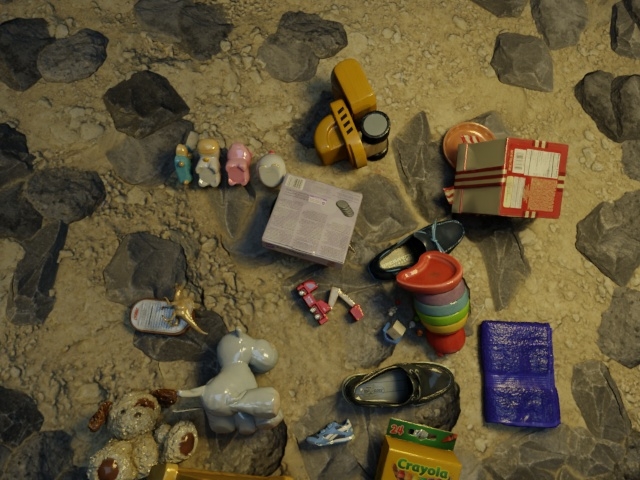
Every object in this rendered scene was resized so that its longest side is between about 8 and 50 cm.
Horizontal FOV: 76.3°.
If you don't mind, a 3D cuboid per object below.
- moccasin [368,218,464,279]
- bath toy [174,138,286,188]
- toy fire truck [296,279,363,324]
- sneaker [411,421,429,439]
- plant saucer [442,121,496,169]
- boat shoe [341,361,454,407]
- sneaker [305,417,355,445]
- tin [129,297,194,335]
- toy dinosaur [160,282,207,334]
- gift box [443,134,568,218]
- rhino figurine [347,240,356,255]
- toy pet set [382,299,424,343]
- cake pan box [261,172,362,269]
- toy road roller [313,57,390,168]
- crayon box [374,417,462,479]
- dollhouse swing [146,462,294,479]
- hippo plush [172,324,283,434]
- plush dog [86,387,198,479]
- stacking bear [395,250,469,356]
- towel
[{"bbox_3d":[0.318,0.036,1.278,0.342,0.117,0.138,-31,80,-10],"label":"moccasin"},{"bbox_3d":[-0.281,-0.251,1.319,0.348,0.129,0.151,4,120,0],"label":"bath toy"},{"bbox_3d":[0.028,0.190,1.259,0.135,0.047,0.192,-33,79,-11],"label":"toy fire truck"},{"bbox_3d":[0.264,0.592,1.175,0.058,0.052,0.135,22,69,13],"label":"sneaker"},{"bbox_3d":[0.521,-0.317,1.421,0.200,0.037,0.200,1,75,-3],"label":"plant saucer"},{"bbox_3d":[0.235,0.420,1.178,0.340,0.113,0.127,0,75,-3],"label":"boat shoe"},{"bbox_3d":[0.025,0.549,1.167,0.144,0.053,0.059,-5,77,-13],"label":"sneaker"},{"bbox_3d":[-0.478,0.228,1.226,0.189,0.040,0.106,6,71,-2],"label":"tin"},{"bbox_3d":[-0.408,0.212,1.189,0.092,0.053,0.183,-29,79,-12],"label":"toy dinosaur"},{"bbox_3d":[0.546,-0.197,1.252,0.276,0.258,0.255,7,94,-16],"label":"gift box"},{"bbox_3d":[0.000,0.000,1.290,0.243,0.073,0.106,23,69,5],"label":"rhino figurine"},{"bbox_3d":[0.245,0.268,1.258,0.122,0.065,0.114,43,43,5],"label":"toy pet set"},{"bbox_3d":[-0.027,-0.063,1.239,0.266,0.070,0.246,15,64,0],"label":"cake pan box"},{"bbox_3d":[0.075,-0.391,1.336,0.240,0.202,0.330,-22,79,3],"label":"toy road roller"},{"bbox_3d":[0.247,0.663,1.093,0.202,0.081,0.319,12,91,0],"label":"crayon box"},{"bbox_3d":[-0.213,0.671,0.924,0.346,0.305,0.315,25,71,-29],"label":"dollhouse swing"},{"bbox_3d":[-0.238,0.386,1.143,0.294,0.234,0.237,15,44,-14],"label":"hippo plush"},{"bbox_3d":[-0.490,0.519,1.101,0.262,0.210,0.225,-6,59,-33],"label":"plush dog"},{"bbox_3d":[0.352,0.204,1.186,0.175,0.164,0.289,-33,120,-28],"label":"stacking bear"},{"bbox_3d":[0.604,0.396,1.226,0.227,0.076,0.308,2,76,-4],"label":"towel"}]
